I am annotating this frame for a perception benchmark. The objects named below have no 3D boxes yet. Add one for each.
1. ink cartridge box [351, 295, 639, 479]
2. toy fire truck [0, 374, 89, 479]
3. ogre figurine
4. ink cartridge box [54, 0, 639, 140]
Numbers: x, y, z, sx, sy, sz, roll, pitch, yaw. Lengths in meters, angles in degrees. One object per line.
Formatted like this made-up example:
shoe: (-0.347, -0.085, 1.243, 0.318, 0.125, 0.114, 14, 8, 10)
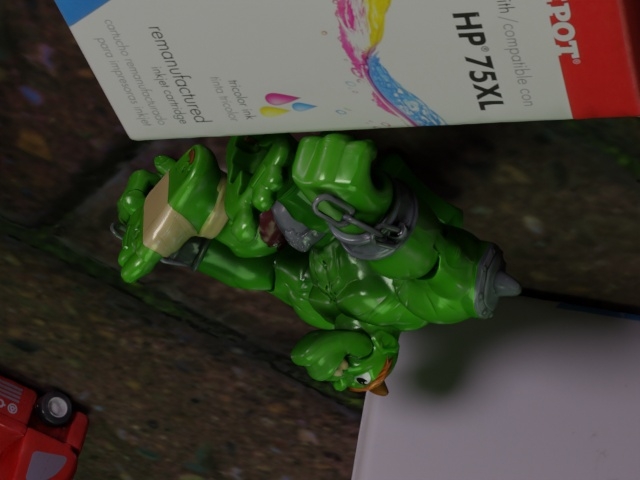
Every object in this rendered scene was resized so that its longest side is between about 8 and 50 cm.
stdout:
ink cartridge box: (0.095, 0.158, 0.807, 0.171, 0.168, 0.232, 8, 146, 3)
toy fire truck: (-0.221, 0.116, 0.870, 0.192, 0.135, 0.047, 29, 142, -24)
ogre figurine: (0.000, 0.000, 0.672, 0.118, 0.097, 0.197, 28, 145, -24)
ink cartridge box: (0.030, -0.106, 0.530, 0.231, 0.078, 0.134, -2, 143, 18)
